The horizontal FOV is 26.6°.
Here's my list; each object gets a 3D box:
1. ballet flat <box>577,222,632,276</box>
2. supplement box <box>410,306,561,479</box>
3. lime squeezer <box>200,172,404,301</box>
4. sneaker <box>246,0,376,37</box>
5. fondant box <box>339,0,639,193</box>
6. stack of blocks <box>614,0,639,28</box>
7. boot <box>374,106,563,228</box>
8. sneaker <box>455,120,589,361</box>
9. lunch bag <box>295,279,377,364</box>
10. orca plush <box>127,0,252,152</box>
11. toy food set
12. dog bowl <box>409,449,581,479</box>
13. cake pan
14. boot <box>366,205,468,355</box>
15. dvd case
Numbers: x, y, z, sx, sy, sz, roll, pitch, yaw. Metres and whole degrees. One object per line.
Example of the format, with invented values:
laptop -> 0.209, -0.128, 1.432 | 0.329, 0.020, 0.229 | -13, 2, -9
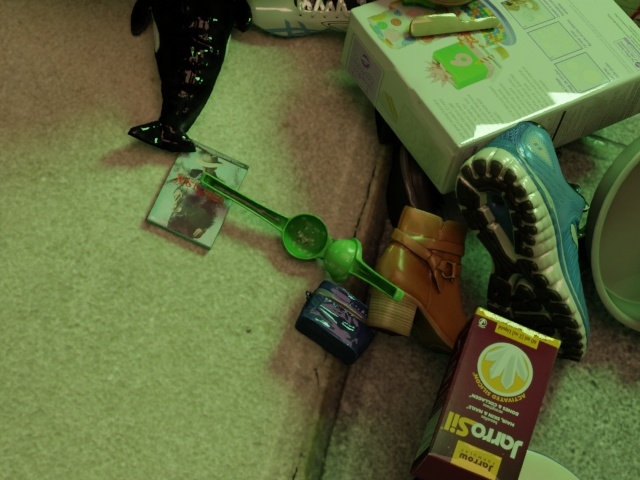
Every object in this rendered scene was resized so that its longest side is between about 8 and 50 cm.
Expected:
ballet flat -> 0.316, 0.021, 1.693 | 0.173, 0.049, 0.057 | -40, 88, -4
supplement box -> 0.183, 0.184, 1.497 | 0.104, 0.081, 0.188 | 22, 63, 0
lime squeezer -> 0.000, 0.000, 1.596 | 0.310, 0.110, 0.059 | 32, 76, 31
sneaker -> 0.019, -0.305, 1.730 | 0.237, 0.086, 0.085 | 0, 74, -10
fondant box -> 0.226, -0.221, 1.673 | 0.330, 0.096, 0.238 | -22, 61, -25
stack of blocks -> 0.446, -0.445, 1.864 | 0.171, 0.087, 0.297 | 12, 70, -8
boot -> 0.196, -0.109, 1.699 | 0.229, 0.091, 0.262 | -3, 71, -12
sneaker -> 0.267, 0.005, 1.587 | 0.130, 0.330, 0.147 | 12, 45, 37
lunch bag -> 0.020, 0.092, 1.608 | 0.098, 0.067, 0.065 | 36, 68, 3
orca plush -> -0.177, -0.258, 1.649 | 0.151, 0.102, 0.287 | 18, 75, 10
toy food set -> 0.147, -0.342, 1.628 | 0.132, 0.038, 0.192 | -6, 93, -16
dog bowl -> 0.198, 0.369, 1.534 | 0.265, 0.104, 0.264 | 4, 71, -11
cake pan -> 0.445, -0.025, 1.660 | 0.293, 0.054, 0.293 | -10, 117, -21
boot -> 0.150, 0.055, 1.603 | 0.197, 0.073, 0.152 | 23, 79, -36
dvd case -> -0.149, -0.058, 1.651 | 0.087, 0.013, 0.119 | 25, 68, -3
